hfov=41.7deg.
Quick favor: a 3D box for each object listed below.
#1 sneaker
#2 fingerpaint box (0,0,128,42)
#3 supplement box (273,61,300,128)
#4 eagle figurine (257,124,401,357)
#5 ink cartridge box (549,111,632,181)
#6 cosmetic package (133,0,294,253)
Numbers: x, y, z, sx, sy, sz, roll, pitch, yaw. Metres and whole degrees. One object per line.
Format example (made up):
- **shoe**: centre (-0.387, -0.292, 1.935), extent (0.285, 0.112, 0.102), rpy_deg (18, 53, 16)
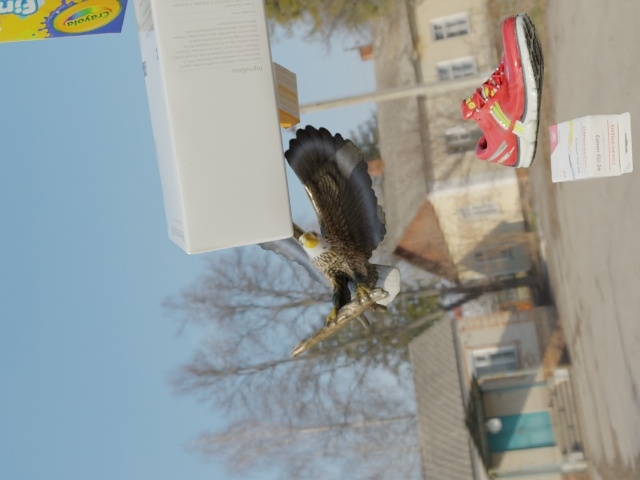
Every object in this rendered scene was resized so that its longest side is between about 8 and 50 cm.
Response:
- **sneaker**: centre (0.269, -0.210, 1.253), extent (0.279, 0.118, 0.107), rpy_deg (79, -159, -48)
- **fingerpaint box**: centre (-0.510, -0.489, 1.296), extent (0.163, 0.444, 0.371), rpy_deg (60, 144, 23)
- **supplement box**: centre (-0.070, -0.251, 1.453), extent (0.062, 0.036, 0.099), rpy_deg (20, -122, -49)
- **eagle figurine**: centre (-0.001, -0.005, 1.346), extent (0.298, 0.226, 0.225), rpy_deg (62, 159, 23)
- **ink cartridge box**: centre (0.505, -0.174, 1.578), extent (0.198, 0.067, 0.116), rpy_deg (177, 88, -79)
- **cosmetic package**: centre (-0.155, -0.187, 1.173), extent (0.217, 0.156, 0.385), rpy_deg (-167, 70, -73)
